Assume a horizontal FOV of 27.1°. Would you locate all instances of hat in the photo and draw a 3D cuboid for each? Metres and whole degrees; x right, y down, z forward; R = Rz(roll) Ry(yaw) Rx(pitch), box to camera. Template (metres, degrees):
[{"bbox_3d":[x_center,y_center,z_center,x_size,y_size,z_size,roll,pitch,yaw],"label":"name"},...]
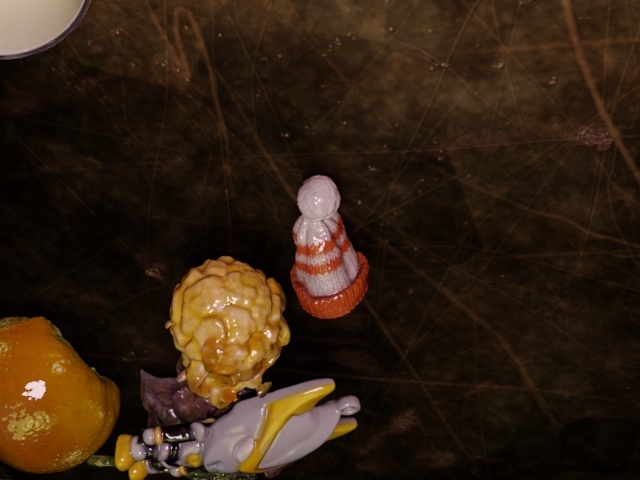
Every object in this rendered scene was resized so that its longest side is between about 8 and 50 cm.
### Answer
[{"bbox_3d":[0.000,0.000,1.540,0.093,0.112,0.162,-22,124,-8],"label":"hat"}]

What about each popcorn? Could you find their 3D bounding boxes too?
[{"bbox_3d":[-0.113,0.110,1.616,0.170,0.180,0.180,45,135,11],"label":"popcorn"}]

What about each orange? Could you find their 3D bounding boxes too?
[{"bbox_3d":[-0.373,0.219,1.772,0.179,0.158,0.237,-23,129,8],"label":"orange"}]

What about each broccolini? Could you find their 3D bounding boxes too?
[{"bbox_3d":[-0.216,0.336,1.973,0.254,0.071,0.057,9,179,9],"label":"broccolini"}]

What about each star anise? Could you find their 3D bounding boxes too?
[{"bbox_3d":[-0.134,0.252,1.812,0.235,0.109,0.223,5,133,7],"label":"star anise"}]

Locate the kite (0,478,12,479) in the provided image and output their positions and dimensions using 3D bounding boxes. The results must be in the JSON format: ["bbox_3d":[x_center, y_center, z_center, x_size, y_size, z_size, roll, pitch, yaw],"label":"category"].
[{"bbox_3d":[-0.564,0.327,2.025,0.160,0.010,0.183,-3,136,12],"label":"kite"}]

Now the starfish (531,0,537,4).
[{"bbox_3d":[0.115,-0.352,1.145,0.301,0.084,0.293,22,137,-8],"label":"starfish"}]

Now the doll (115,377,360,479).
[{"bbox_3d":[-0.103,0.245,1.693,0.316,0.103,0.146,-13,125,7],"label":"doll"}]

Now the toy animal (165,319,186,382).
[{"bbox_3d":[-0.167,0.146,1.717,0.060,0.083,0.081,-31,127,34],"label":"toy animal"}]

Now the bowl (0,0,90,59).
[{"bbox_3d":[-0.315,-0.298,1.236,0.237,0.126,0.238,5,137,4],"label":"bowl"}]
